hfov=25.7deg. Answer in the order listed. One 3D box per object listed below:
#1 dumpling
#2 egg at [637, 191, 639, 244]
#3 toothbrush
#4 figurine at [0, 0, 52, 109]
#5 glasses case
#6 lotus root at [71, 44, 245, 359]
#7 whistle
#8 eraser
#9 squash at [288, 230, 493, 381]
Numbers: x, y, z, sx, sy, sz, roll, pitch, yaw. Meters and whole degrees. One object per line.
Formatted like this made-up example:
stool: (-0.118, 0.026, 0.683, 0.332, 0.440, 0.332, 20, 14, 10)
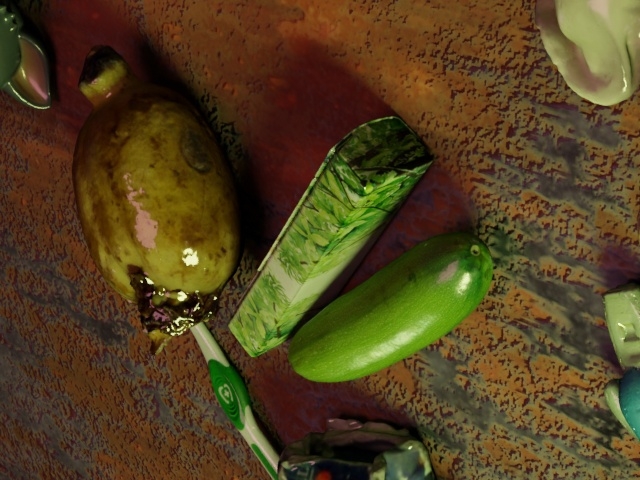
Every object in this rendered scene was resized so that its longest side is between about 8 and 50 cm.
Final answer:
dumpling: (0.196, -0.189, 0.996, 0.134, 0.099, 0.169, 22, 126, 53)
egg: (0.303, -0.025, 0.914, 0.195, 0.195, 0.233, 12, 132, 40)
toothbrush: (-0.091, 0.173, 1.534, 0.418, 0.040, 0.042, 55, 137, -1)
figurine: (-0.396, -0.272, 1.503, 0.193, 0.140, 0.265, 7, 106, 16)
glasses case: (0.000, 0.000, 1.296, 0.062, 0.095, 0.272, 51, 138, 17)
lotus root: (-0.163, -0.047, 1.397, 0.169, 0.141, 0.314, -14, 93, 45)
whistle: (0.280, 0.148, 1.121, 0.114, 0.077, 0.236, -15, 99, 55)
eraser: (0.065, 0.348, 1.424, 0.155, 0.101, 0.332, 1, 112, 44)
squash: (0.066, 0.066, 1.278, 0.082, 0.082, 0.292, 57, 140, 3)
